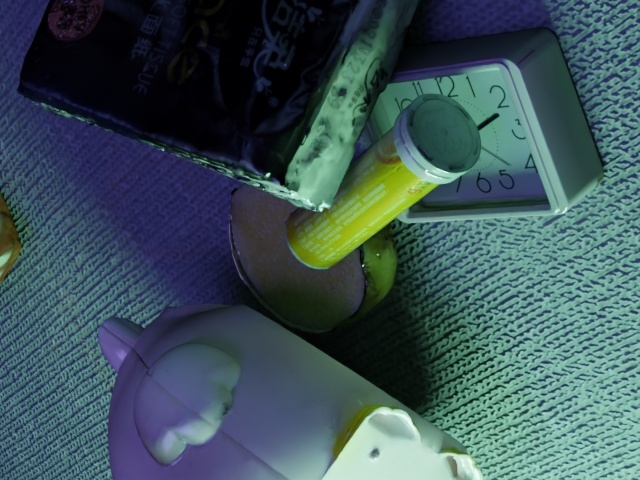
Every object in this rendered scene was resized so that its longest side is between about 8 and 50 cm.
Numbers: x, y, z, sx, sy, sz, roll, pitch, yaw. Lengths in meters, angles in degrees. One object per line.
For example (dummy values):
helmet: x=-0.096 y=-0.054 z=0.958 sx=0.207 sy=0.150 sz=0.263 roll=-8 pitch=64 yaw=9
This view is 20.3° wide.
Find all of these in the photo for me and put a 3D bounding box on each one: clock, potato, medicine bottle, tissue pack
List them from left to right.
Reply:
tissue pack: x=-0.091 y=-0.185 z=1.542 sx=0.332 sy=0.245 sz=0.123 roll=22 pitch=178 yaw=32
clock: x=-0.059 y=0.218 z=1.750 sx=0.368 sy=0.251 sz=0.376 roll=36 pitch=175 yaw=-38
potato: x=0.000 y=0.000 z=1.715 sx=0.200 sy=0.081 sz=0.164 roll=11 pitch=115 yaw=45
medicine bottle: x=0.047 y=-0.044 z=1.527 sx=0.074 sy=0.074 sz=0.218 roll=51 pitch=140 yaw=0
clock: x=0.129 y=-0.092 z=1.523 sx=0.197 sy=0.063 sz=0.150 roll=-2 pitch=118 yaw=45

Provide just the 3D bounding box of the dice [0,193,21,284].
dice: x=-0.472 y=0.009 z=2.104 sx=0.179 sy=0.174 sz=0.175 roll=50 pitch=140 yaw=2
